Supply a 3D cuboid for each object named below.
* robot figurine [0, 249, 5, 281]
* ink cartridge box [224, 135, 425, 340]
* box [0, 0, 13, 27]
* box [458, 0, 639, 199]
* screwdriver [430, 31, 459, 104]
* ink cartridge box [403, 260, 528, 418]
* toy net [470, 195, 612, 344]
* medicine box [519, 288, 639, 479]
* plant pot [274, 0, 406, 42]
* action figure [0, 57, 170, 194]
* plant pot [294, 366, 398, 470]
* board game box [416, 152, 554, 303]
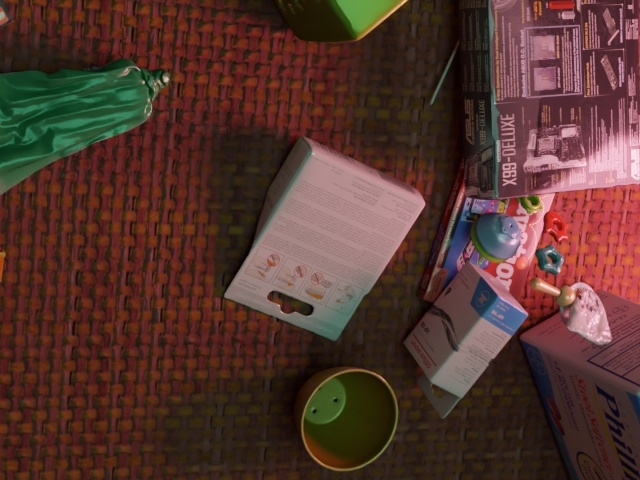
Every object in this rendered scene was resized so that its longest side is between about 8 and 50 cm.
[{"bbox_3d":[-0.507,0.070,1.672,0.291,0.085,0.211,4,99,-25],"label":"robot figurine"},{"bbox_3d":[0.000,0.000,1.907,0.181,0.056,0.225,24,110,-26],"label":"ink cartridge box"},{"bbox_3d":[-0.426,-0.253,1.667,0.137,0.027,0.094,-33,113,-14],"label":"box"},{"bbox_3d":[0.299,-0.213,1.934,0.242,0.076,0.308,-8,99,-27],"label":"box"},{"bbox_3d":[0.176,-0.253,1.927,0.025,0.024,0.170,33,83,-55],"label":"screwdriver"},{"bbox_3d":[0.176,0.130,1.949,0.060,0.104,0.180,31,102,-30],"label":"ink cartridge box"},{"bbox_3d":[0.303,0.042,1.966,0.232,0.045,0.122,51,49,2],"label":"toy net"},{"bbox_3d":[0.432,0.238,2.001,0.149,0.289,0.264,-28,111,-16],"label":"medicine box"},{"bbox_3d":[0.027,-0.378,1.733,0.227,0.228,0.207,-42,107,-9],"label":"plant pot"},{"bbox_3d":[-0.282,-0.154,1.731,0.232,0.063,0.137,-19,106,-15],"label":"action figure"},{"bbox_3d":[0.020,0.218,1.927,0.134,0.095,0.134,-5,103,-22],"label":"plant pot"},{"bbox_3d":[0.236,-0.039,2.002,0.145,0.027,0.281,15,95,-26],"label":"board game box"}]
